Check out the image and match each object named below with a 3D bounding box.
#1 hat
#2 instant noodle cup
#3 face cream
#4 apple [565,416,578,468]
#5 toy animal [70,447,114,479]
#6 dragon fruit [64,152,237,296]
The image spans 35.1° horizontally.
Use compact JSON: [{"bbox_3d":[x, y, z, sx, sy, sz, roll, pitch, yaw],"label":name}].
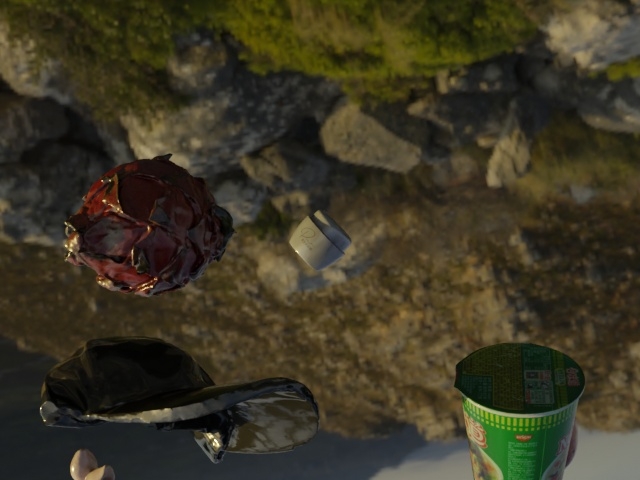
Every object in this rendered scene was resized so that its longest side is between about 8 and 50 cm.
[{"bbox_3d":[-0.202,0.220,1.564,0.382,0.257,0.366,-30,147,23],"label":"hat"},{"bbox_3d":[0.320,0.315,1.653,0.207,0.232,0.207,-3,-152,2],"label":"instant noodle cup"},{"bbox_3d":[0.000,0.000,2.183,0.104,0.117,0.117,-43,163,3],"label":"face cream"},{"bbox_3d":[0.448,0.418,2.160,0.209,0.209,0.164,-10,-164,-5],"label":"apple"},{"bbox_3d":[-0.391,0.453,1.737,0.124,0.124,0.212,-13,131,6],"label":"toy animal"},{"bbox_3d":[-0.294,-0.025,1.713,0.299,0.244,0.244,-8,168,-43],"label":"dragon fruit"}]
